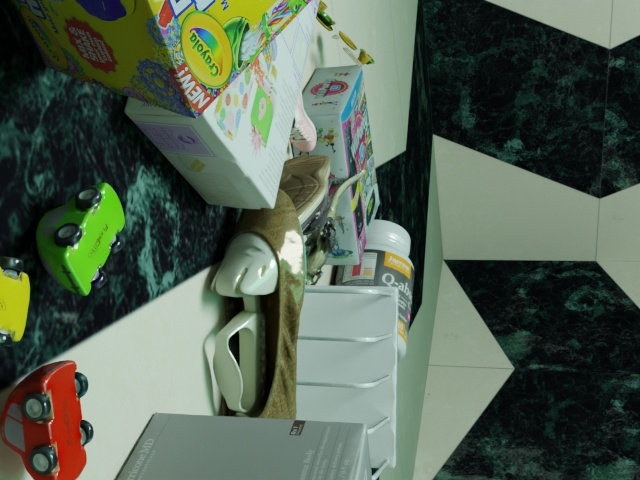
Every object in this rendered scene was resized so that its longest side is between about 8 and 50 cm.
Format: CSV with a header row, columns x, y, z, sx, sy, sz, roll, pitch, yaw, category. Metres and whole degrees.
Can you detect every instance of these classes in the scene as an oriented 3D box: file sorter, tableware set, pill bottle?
x,y,z,sx,sy,sz,roll,pitch,yaw,category
0.006,0.205,1.177,0.173,0.193,0.277,15,76,-75,file sorter
0.041,-0.382,1.466,0.154,0.024,0.104,48,21,0,tableware set
0.106,0.106,1.624,0.162,0.162,0.278,70,25,-52,pill bottle

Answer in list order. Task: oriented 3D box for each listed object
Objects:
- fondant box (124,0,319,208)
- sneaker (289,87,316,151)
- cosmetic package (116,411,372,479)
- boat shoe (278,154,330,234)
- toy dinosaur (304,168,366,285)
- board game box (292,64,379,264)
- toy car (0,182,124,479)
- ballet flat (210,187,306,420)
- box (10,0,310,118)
x,y,z,sx,sy,sz,roll,pitch,yaw,category
-0.096,-0.233,0.932,0.238,0.096,0.330,56,41,-65,fondant box
-0.045,-0.182,1.268,0.070,0.051,0.134,-73,154,-44,sneaker
-0.074,0.253,0.804,0.127,0.238,0.107,-70,158,-59,cosmetic package
-0.031,-0.050,1.226,0.285,0.103,0.092,-72,153,-64,boat shoe
0.000,0.000,1.339,0.268,0.064,0.118,-67,167,12,toy dinosaur
0.032,-0.139,1.473,0.224,0.098,0.303,-69,154,-54,board game box
-0.215,0.043,0.620,0.225,0.053,0.239,-75,160,-44,toy car
-0.090,0.100,1.034,0.124,0.116,0.342,-4,99,-58,ballet flat
-0.113,-0.301,0.581,0.279,0.177,0.290,-52,148,-26,box
